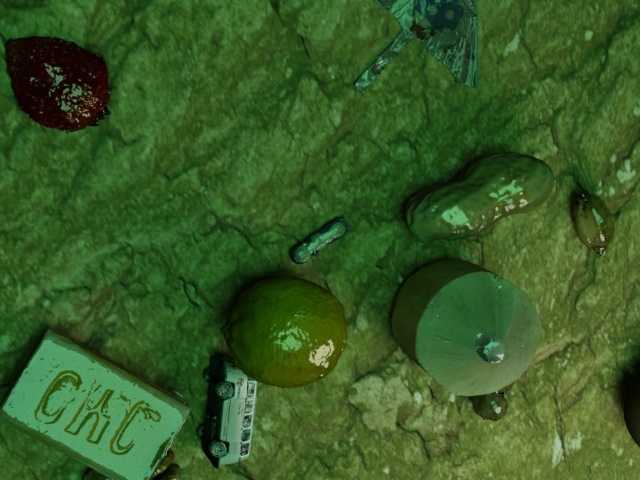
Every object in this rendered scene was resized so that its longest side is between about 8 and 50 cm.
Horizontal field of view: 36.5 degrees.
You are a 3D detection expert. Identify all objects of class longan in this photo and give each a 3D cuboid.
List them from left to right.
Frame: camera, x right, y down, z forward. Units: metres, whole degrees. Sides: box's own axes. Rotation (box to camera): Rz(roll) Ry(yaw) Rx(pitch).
[{"bbox_3d":[0.723,0.348,1.992,0.198,0.198,0.212,12,99,-22],"label":"longan"}]

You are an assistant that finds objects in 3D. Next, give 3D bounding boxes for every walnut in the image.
[{"bbox_3d":[-0.327,0.433,1.709,0.170,0.069,0.143,-23,110,-15],"label":"walnut"}]

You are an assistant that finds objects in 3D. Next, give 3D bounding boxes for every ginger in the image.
[{"bbox_3d":[0.343,0.255,1.887,0.104,0.080,0.204,12,98,-14],"label":"ginger"}]

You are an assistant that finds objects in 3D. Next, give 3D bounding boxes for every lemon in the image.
[{"bbox_3d":[-0.058,0.156,1.660,0.231,0.192,0.192,8,102,-22],"label":"lemon"}]

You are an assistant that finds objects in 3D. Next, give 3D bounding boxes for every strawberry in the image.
[{"bbox_3d":[-0.404,-0.248,1.496,0.187,0.082,0.146,40,83,-19],"label":"strawberry"}]

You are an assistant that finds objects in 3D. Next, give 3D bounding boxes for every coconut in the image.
[{"bbox_3d":[0.261,0.157,1.741,0.239,0.244,0.239,-4,103,-18],"label":"coconut"}]

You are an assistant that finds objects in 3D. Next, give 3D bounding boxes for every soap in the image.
[{"bbox_3d":[-0.376,0.278,1.610,0.274,0.089,0.173,32,83,-15],"label":"soap"}]

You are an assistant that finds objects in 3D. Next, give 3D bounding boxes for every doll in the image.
[{"bbox_3d":[0.000,0.000,1.726,0.125,0.027,0.037,-35,106,-7],"label":"doll"}]

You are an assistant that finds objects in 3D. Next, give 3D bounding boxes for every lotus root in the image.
[{"bbox_3d":[0.532,-0.033,1.885,0.072,0.063,0.152,-10,117,23],"label":"lotus root"}]

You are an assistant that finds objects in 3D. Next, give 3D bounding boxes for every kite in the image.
[{"bbox_3d":[0.173,-0.378,1.692,0.335,0.011,0.314,39,90,-24],"label":"kite"}]

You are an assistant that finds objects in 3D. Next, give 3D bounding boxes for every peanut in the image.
[{"bbox_3d":[0.286,-0.078,1.753,0.290,0.130,0.130,-26,111,-12],"label":"peanut"}]

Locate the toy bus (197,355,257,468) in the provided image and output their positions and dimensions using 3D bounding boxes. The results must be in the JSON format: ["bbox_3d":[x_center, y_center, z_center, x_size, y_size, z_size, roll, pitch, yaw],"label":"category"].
[{"bbox_3d":[-0.161,0.300,1.724,0.089,0.087,0.194,0,104,-27],"label":"toy bus"}]
